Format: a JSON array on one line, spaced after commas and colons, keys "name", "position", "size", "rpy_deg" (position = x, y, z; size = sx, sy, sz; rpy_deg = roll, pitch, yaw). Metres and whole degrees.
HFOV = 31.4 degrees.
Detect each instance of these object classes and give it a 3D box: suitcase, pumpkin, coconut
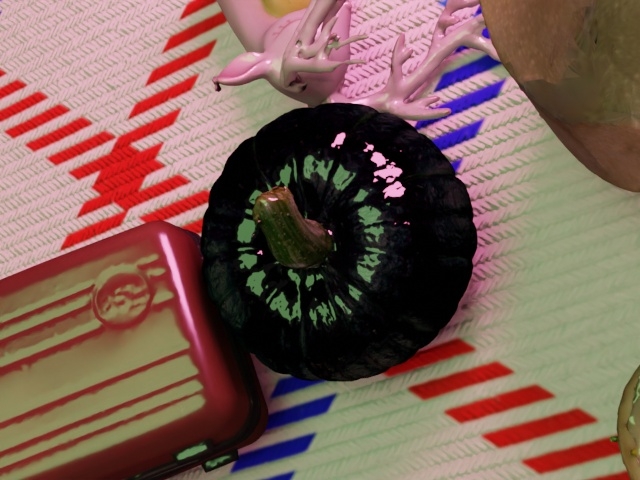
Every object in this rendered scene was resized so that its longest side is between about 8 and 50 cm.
[{"name": "suitcase", "position": [-0.216, 0.130, 1.073], "size": [0.297, 0.161, 0.236], "rpy_deg": [-22, 70, 6]}, {"name": "pumpkin", "position": [0.000, 0.000, 0.969], "size": [0.248, 0.248, 0.247], "rpy_deg": [-8, 74, 29]}, {"name": "coconut", "position": [0.268, -0.211, 0.810], "size": [0.353, 0.353, 0.352], "rpy_deg": [-8, 74, 29]}]

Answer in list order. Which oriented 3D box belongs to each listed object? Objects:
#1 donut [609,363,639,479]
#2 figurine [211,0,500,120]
[{"name": "donut", "position": [0.308, 0.144, 0.851], "size": [0.175, 0.068, 0.174], "rpy_deg": [-12, 69, 34]}, {"name": "figurine", "position": [0.004, -0.239, 1.059], "size": [0.284, 0.206, 0.315], "rpy_deg": [-34, 68, 31]}]
